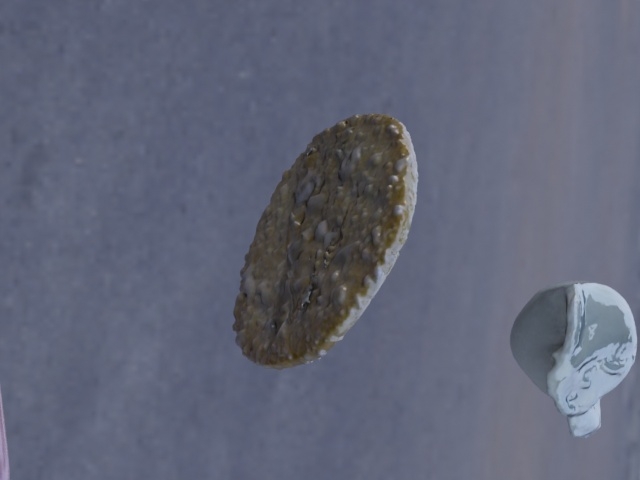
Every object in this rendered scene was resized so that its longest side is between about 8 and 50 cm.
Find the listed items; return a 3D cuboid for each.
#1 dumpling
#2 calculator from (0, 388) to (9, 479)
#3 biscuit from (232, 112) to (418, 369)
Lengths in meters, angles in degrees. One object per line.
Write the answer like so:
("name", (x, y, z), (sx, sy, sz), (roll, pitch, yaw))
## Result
("dumpling", (0.248, 0.116, 1.673), (0.229, 0.124, 0.151), (41, 48, -71))
("calculator", (-0.259, 0.138, 1.174), (0.330, 0.048, 0.220), (132, -47, -58))
("biscuit", (0.001, 0.001, 1.271), (0.033, 0.220, 0.220), (28, 58, -26))
